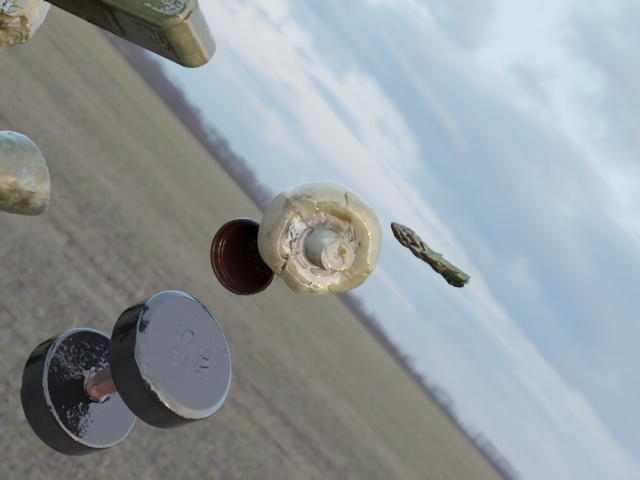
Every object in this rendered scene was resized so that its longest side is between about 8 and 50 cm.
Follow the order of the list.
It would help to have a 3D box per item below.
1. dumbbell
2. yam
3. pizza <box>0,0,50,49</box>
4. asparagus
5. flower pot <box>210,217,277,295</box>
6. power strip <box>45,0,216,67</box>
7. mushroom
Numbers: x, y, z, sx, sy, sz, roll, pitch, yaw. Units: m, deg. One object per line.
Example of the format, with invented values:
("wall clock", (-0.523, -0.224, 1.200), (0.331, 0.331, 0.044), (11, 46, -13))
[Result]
("dumbbell", (-0.229, 0.159, 1.467), (0.152, 0.218, 0.152), (29, 51, -42))
("yam", (-0.568, -0.117, 1.901), (0.330, 0.133, 0.133), (7, 29, -39))
("pizza", (-0.473, -0.263, 1.619), (0.075, 0.288, 0.280), (59, -3, -26))
("asparagus", (0.168, 0.022, 1.961), (0.165, 0.030, 0.036), (38, -5, -22))
("flower pot", (-0.089, 0.021, 1.791), (0.111, 0.111, 0.089), (48, 21, 15))
("power strip", (-0.273, -0.299, 1.431), (0.388, 0.066, 0.092), (28, -20, 28))
("mushroom", (0.000, 0.000, 1.562), (0.154, 0.154, 0.122), (49, 0, -22))
